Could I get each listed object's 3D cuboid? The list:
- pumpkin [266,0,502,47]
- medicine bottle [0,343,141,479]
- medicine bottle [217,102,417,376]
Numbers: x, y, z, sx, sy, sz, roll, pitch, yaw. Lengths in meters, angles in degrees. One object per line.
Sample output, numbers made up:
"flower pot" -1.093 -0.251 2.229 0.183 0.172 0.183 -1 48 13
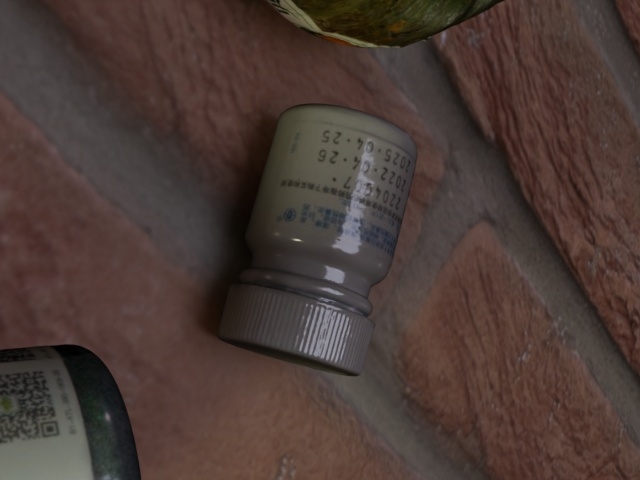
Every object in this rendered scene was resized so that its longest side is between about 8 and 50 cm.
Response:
"pumpkin" 0.047 -0.261 0.661 0.260 0.189 0.260 -22 130 -30
"medicine bottle" -0.230 0.124 0.405 0.293 0.141 0.141 -2 96 -29
"medicine bottle" 0.000 0.000 0.680 0.105 0.105 0.168 26 75 -43
